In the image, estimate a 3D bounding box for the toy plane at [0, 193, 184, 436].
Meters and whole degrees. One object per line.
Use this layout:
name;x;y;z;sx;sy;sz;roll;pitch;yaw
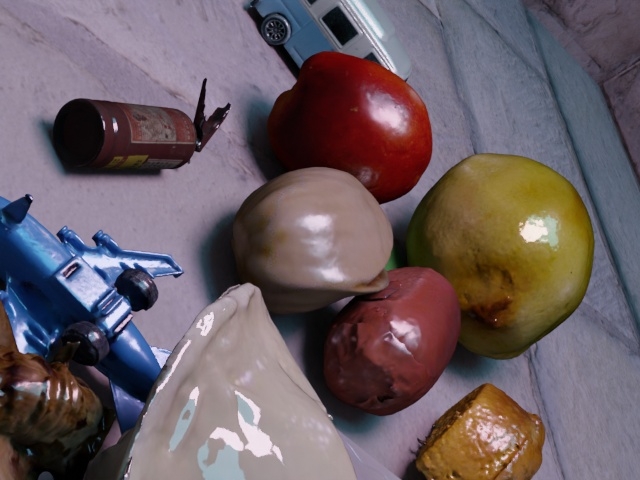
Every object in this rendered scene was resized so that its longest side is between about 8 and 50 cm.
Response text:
toy plane;-0.226;0.054;0.923;0.271;0.105;0.254;54;42;-15

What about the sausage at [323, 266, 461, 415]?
sausage;0.096;0.124;1.311;0.152;0.152;0.280;56;25;-1

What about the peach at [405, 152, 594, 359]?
peach;0.283;0.017;1.578;0.315;0.281;0.314;-11;74;-61

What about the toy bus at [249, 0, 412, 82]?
toy bus;0.034;-0.325;1.660;0.271;0.165;0.133;53;27;-8

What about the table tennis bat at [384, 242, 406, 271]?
table tennis bat;0.075;-0.002;1.534;0.160;0.039;0.257;17;52;-55

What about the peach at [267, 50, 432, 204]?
peach;0.041;-0.147;1.441;0.243;0.243;0.199;44;69;-23

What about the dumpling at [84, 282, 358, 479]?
dumpling;-0.082;0.219;0.771;0.315;0.233;0.395;60;40;-70

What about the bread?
bread;0.215;0.268;1.339;0.143;0.139;0.229;40;17;6

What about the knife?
knife;0.116;0.336;1.261;0.336;0.043;0.081;37;36;-24

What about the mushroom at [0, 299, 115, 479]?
mushroom;-0.291;0.121;0.687;0.278;0.163;0.297;20;44;-37

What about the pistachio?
pistachio;0.000;0.000;1.250;0.197;0.166;0.288;26;22;23

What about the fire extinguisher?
fire extinguisher;-0.184;-0.131;1.171;0.075;0.106;0.252;45;23;21
